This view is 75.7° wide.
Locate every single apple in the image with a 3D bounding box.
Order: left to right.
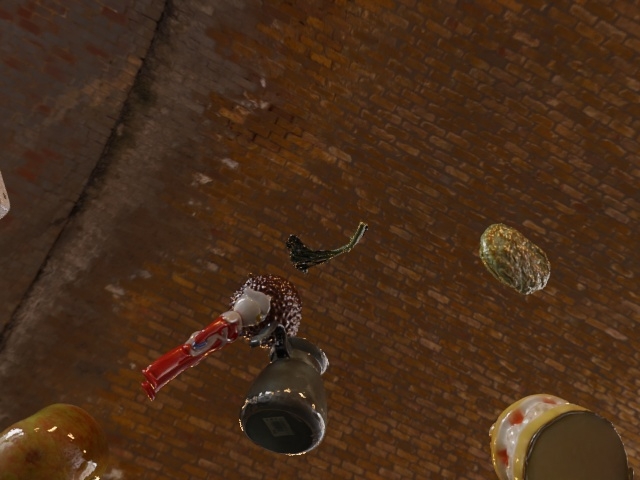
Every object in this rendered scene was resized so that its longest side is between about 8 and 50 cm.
[{"bbox_3d":[-0.612,0.515,0.927,0.264,0.264,0.264,1,-76,3],"label":"apple"}]

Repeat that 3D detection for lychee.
[{"bbox_3d":[-0.193,0.253,1.519,0.275,0.276,0.304,-28,-103,9],"label":"lychee"}]

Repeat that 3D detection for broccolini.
[{"bbox_3d":[0.007,-0.003,1.091,0.271,0.062,0.123,-30,-60,36],"label":"broccolini"}]

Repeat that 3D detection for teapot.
[{"bbox_3d":[-0.108,0.371,1.112,0.305,0.285,0.223,40,-61,-13],"label":"teapot"}]

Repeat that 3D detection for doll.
[{"bbox_3d":[-0.274,0.248,1.056,0.099,0.384,0.188,46,-35,8],"label":"doll"}]

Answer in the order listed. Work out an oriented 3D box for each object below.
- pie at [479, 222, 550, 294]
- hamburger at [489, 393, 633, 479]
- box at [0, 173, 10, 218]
[{"bbox_3d":[0.581,0.065,1.252,0.248,0.090,0.201,36,-122,-7],"label":"pie"},{"bbox_3d":[0.537,0.515,0.947,0.261,0.186,0.303,-20,-94,-10],"label":"hamburger"},{"bbox_3d":[-0.661,-0.117,0.753,0.142,0.044,0.285,-34,-116,-6],"label":"box"}]
